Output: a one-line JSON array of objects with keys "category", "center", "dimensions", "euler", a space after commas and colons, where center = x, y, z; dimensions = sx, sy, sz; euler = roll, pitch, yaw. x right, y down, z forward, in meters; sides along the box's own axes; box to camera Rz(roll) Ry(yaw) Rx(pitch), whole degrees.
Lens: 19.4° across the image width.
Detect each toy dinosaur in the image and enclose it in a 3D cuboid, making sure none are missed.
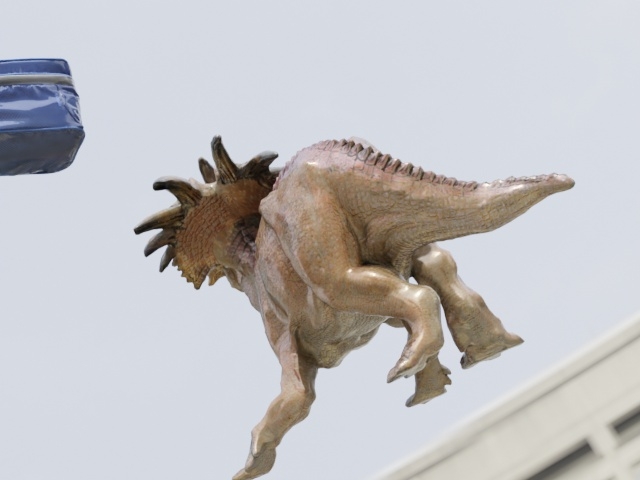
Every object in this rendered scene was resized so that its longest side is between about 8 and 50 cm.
[{"category": "toy dinosaur", "center": [0.000, 0.000, 1.038], "dimensions": [0.127, 0.200, 0.296], "euler": [-15, -16, -38]}]

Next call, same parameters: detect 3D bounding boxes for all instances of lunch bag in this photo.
[{"category": "lunch bag", "center": [-0.209, -0.084, 1.231], "dimensions": [0.098, 0.065, 0.067], "euler": [-4, -25, -27]}]
